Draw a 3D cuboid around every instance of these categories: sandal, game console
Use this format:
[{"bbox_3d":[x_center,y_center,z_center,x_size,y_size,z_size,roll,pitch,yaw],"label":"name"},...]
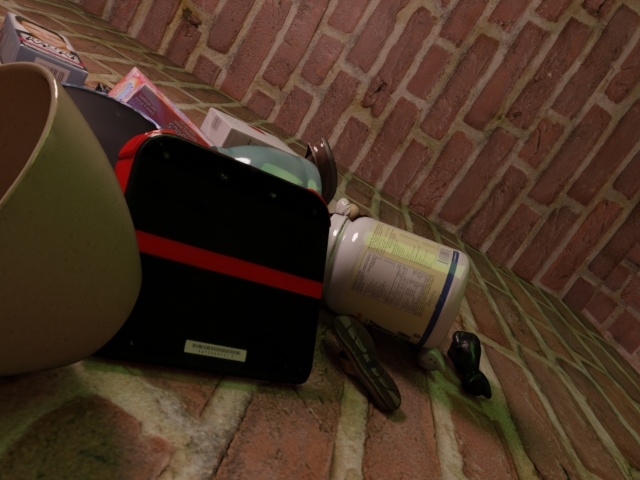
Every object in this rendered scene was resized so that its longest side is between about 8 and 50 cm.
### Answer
[{"bbox_3d":[0.079,0.242,1.070,0.090,0.060,0.219,3,46,-49],"label":"sandal"},{"bbox_3d":[-0.151,0.034,0.864,0.386,0.342,0.060,19,-18,-36],"label":"game console"}]

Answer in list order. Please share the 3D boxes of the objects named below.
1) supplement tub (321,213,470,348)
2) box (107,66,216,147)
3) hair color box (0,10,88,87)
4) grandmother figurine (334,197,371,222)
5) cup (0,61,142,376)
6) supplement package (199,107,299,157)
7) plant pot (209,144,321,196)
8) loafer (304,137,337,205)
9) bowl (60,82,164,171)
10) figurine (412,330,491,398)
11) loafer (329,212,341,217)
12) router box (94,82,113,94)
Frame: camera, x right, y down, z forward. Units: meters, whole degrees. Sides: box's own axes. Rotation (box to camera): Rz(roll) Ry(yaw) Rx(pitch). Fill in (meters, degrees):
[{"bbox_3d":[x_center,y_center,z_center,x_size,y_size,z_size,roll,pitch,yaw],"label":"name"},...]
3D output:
[{"bbox_3d":[0.150,0.085,1.252,0.325,0.235,0.235,21,14,7],"label":"supplement tub"},{"bbox_3d":[-0.401,-0.271,1.404,0.300,0.142,0.154,44,4,-42],"label":"box"},{"bbox_3d":[-0.841,-0.551,1.640,0.185,0.113,0.374,17,20,-42],"label":"hair color box"},{"bbox_3d":[0.194,-0.033,1.999,0.342,0.104,0.208,38,-21,3],"label":"grandmother figurine"},{"bbox_3d":[-0.334,0.012,0.588,0.331,0.331,0.237,46,-6,41],"label":"cup"},{"bbox_3d":[-0.254,-0.288,1.832,0.293,0.175,0.177,17,20,-43],"label":"supplement package"},{"bbox_3d":[-0.165,-0.072,1.096,0.196,0.293,0.293,25,17,-32],"label":"plant pot"},{"bbox_3d":[-0.047,-0.135,1.555,0.130,0.366,0.134,-5,53,-19],"label":"loafer"},{"bbox_3d":[-0.456,-0.172,1.059,0.391,0.077,0.391,23,35,-17],"label":"bowl"},{"bbox_3d":[0.312,0.280,1.344,0.215,0.092,0.209,28,20,-9],"label":"figurine"},{"bbox_3d":[0.051,-0.049,1.827,0.109,0.095,0.302,33,15,9],"label":"loafer"},{"bbox_3d":[-0.692,-0.470,1.813,0.092,0.038,0.122,21,19,-37],"label":"router box"}]
